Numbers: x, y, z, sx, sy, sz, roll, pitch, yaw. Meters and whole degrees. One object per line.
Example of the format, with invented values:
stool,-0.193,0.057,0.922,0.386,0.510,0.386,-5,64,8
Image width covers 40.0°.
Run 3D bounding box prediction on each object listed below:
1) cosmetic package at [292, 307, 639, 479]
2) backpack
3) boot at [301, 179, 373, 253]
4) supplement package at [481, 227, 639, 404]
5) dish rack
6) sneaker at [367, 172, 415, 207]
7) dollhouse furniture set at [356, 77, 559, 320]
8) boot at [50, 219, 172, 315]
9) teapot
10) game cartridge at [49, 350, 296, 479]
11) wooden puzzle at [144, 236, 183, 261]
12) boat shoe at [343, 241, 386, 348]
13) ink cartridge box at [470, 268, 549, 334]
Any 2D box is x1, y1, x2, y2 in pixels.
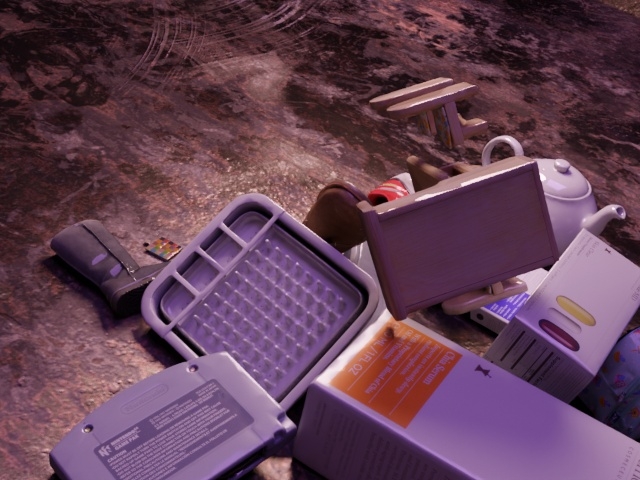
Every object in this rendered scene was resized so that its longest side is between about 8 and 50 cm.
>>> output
cosmetic package,0.215,0.303,1.230,0.453,0.161,0.230,28,38,19
backpack,0.522,0.223,1.413,0.166,0.188,0.144,-9,41,-29
boot,0.000,0.000,1.487,0.112,0.305,0.115,44,61,2
supplement package,0.384,0.147,1.412,0.145,0.204,0.262,38,49,13
dish rack,-0.093,0.106,1.397,0.333,0.072,0.285,37,77,30
sneaker,0.189,-0.023,1.754,0.118,0.107,0.279,-25,44,-16
dollhouse furniture set,0.176,-0.044,1.424,0.256,0.362,0.394,-18,16,-4
boot,-0.336,0.033,1.520,0.189,0.076,0.208,-17,38,-38
teapot,0.467,-0.089,1.831,0.256,0.187,0.252,10,35,-2
game cartridge,-0.204,0.273,1.203,0.294,0.060,0.196,-27,56,-33
wooden puzzle,-0.284,0.016,1.602,0.083,0.006,0.049,26,37,18
boat shoe,0.055,0.109,1.513,0.114,0.091,0.302,38,37,-9
ink cartridge box,0.372,0.108,1.647,0.208,0.045,0.206,32,40,22
